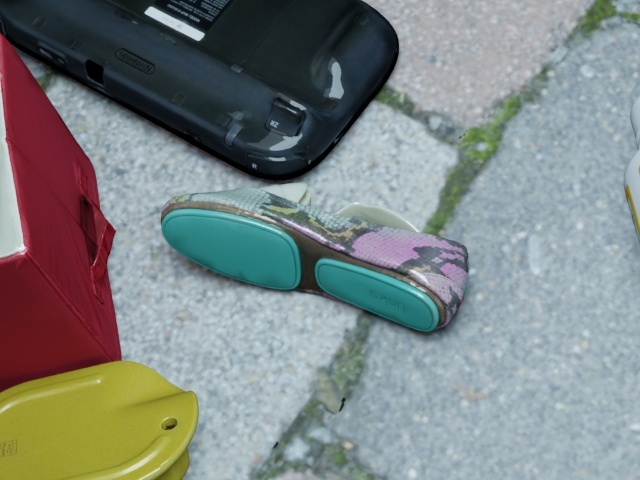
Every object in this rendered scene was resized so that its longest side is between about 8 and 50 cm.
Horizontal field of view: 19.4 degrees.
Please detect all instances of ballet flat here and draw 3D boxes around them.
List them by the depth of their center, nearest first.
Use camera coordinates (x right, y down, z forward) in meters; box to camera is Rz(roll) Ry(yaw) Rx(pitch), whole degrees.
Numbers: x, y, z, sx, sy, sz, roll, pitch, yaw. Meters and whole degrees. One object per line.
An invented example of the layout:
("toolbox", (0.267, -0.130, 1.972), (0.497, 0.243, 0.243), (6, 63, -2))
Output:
("ballet flat", (0.000, 0.000, 1.317), (0.221, 0.077, 0.079), (16, 51, 15))

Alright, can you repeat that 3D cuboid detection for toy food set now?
("toy food set", (-0.181, 0.158, 1.284), (0.218, 0.071, 0.128), (-12, 38, 5))

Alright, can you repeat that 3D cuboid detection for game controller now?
("game controller", (-0.100, -0.166, 1.430), (0.319, 0.067, 0.166), (29, 60, 23))

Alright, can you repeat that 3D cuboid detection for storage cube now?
("storage cube", (-0.264, -0.005, 1.306), (0.215, 0.193, 0.184), (-15, 62, 7))

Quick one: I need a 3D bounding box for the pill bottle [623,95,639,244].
("pill bottle", (0.268, -0.003, 1.223), (0.117, 0.117, 0.215), (-14, 62, 6))
